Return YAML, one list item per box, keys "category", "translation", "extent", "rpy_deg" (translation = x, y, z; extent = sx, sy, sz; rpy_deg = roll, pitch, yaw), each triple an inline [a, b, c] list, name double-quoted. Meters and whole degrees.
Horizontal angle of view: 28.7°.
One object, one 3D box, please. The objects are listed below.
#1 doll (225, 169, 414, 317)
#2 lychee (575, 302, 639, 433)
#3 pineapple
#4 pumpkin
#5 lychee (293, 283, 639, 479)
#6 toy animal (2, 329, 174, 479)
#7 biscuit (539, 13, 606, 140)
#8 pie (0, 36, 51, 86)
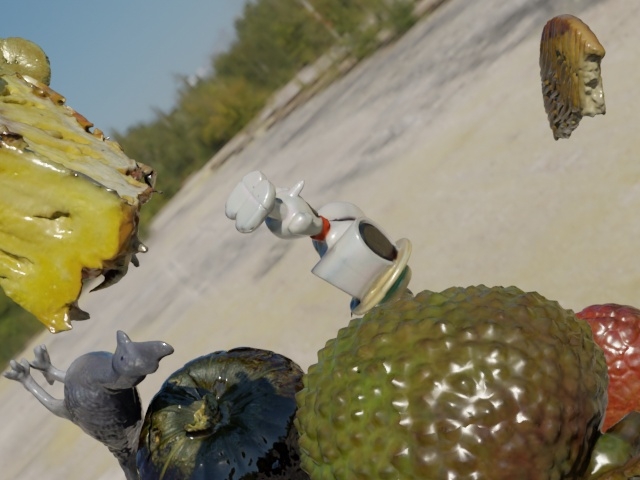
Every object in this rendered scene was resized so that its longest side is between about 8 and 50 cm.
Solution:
- category: "doll"
  translation: [0.003, 0.009, 1.778]
  extent: [0.271, 0.208, 0.144]
  rpy_deg: [16, -65, -53]
- category: "lychee"
  translation: [0.476, 0.234, 1.964]
  extent: [0.255, 0.300, 0.255]
  rpy_deg: [-26, 12, 6]
- category: "pineapple"
  translation: [-0.219, -0.047, 0.890]
  extent: [0.114, 0.186, 0.236]
  rpy_deg: [-55, 49, 12]
- category: "pumpkin"
  translation: [-0.098, 0.232, 1.436]
  extent: [0.238, 0.238, 0.159]
  rpy_deg: [-46, -33, -13]
- category: "lychee"
  translation: [0.137, 0.166, 1.089]
  extent: [0.270, 0.320, 0.270]
  rpy_deg: [-171, 90, -84]
- category: "toy animal"
  translation: [-0.269, 0.192, 1.478]
  extent: [0.081, 0.206, 0.367]
  rpy_deg: [-57, -14, -37]
- category: "biscuit"
  translation: [0.320, -0.197, 1.611]
  extent: [0.031, 0.228, 0.176]
  rpy_deg: [-14, 46, -5]
- category: "pie"
  translation: [-0.306, -0.170, 1.228]
  extent: [0.084, 0.084, 0.020]
  rpy_deg: [-51, -9, -40]
